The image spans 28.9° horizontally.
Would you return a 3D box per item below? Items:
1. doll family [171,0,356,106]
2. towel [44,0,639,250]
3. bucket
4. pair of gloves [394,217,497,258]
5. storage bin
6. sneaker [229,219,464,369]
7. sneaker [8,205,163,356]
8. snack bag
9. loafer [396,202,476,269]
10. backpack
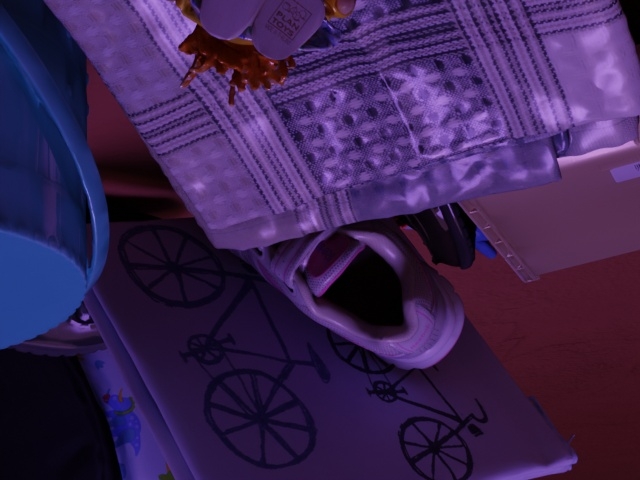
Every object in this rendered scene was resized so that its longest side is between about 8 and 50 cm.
[{"bbox_3d":[-0.078,-0.139,0.564,0.263,0.118,0.163,24,-172,-12],"label":"doll family"},{"bbox_3d":[0.009,-0.120,0.709,0.312,0.056,0.324,-15,136,18],"label":"towel"},{"bbox_3d":[-0.267,-0.045,0.759,0.281,0.183,0.281,-7,158,-3],"label":"bucket"},{"bbox_3d":[0.174,-0.027,1.181,0.159,0.023,0.198,13,151,-43],"label":"pair of gloves"},{"bbox_3d":[0.235,-0.087,0.919,0.262,0.123,0.260,-15,157,18],"label":"storage bin"},{"bbox_3d":[0.000,0.000,0.939,0.252,0.103,0.111,34,180,9],"label":"sneaker"},{"bbox_3d":[-0.260,0.018,0.999,0.341,0.125,0.139,-1,157,-18],"label":"sneaker"},{"bbox_3d":[-0.001,0.088,0.984,0.342,0.323,0.037,-7,139,-38],"label":"snack bag"},{"bbox_3d":[0.061,-0.059,0.940,0.078,0.080,0.220,-12,132,22],"label":"loafer"},{"bbox_3d":[-0.199,0.188,1.262,0.273,0.290,0.355,-26,162,6],"label":"backpack"}]
